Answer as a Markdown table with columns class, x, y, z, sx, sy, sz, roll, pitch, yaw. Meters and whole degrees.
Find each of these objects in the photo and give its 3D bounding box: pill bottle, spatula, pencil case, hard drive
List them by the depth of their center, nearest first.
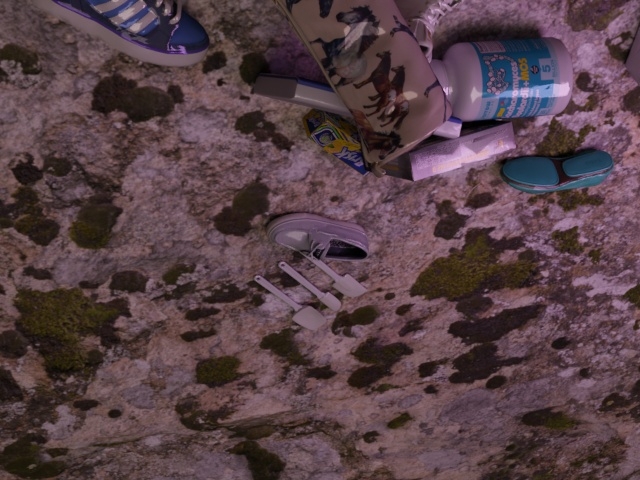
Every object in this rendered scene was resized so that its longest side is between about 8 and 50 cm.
| class | x | y | z | sx | sy | sz | roll | pitch | yaw |
| --- | --- | --- | --- | --- | --- | --- | --- | --- | --- |
| pencil case | 0.054 | -0.310 | 1.764 | 0.183 | 0.160 | 0.410 | -31 | 101 | 3 |
| hard drive | 0.064 | -0.240 | 1.968 | 0.318 | 0.210 | 0.040 | 11 | 96 | -24 |
| pill bottle | 0.318 | -0.295 | 2.037 | 0.264 | 0.146 | 0.146 | -6 | 136 | -12 |
| spatula | -0.027 | 0.104 | 2.425 | 0.168 | 0.019 | 0.242 | -34 | 135 | 18 |

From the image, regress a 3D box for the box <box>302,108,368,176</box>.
| class | x | y | z | sx | sy | sz | roll | pitch | yaw |
| --- | --- | --- | --- | --- | --- | --- | --- | --- | --- |
| box | 0.044 | -0.191 | 2.115 | 0.054 | 0.059 | 0.169 | -40 | 132 | 23 |

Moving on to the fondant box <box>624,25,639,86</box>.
| class | x | y | z | sx | sy | sz | roll | pitch | yaw |
| --- | --- | --- | --- | --- | --- | --- | --- | --- | --- |
| fondant box | 0.780 | -0.409 | 2.110 | 0.330 | 0.096 | 0.238 | -5 | 135 | -15 |

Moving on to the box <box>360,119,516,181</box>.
| class | x | y | z | sx | sy | sz | roll | pitch | yaw |
| --- | --- | --- | --- | --- | --- | --- | --- | --- | --- |
| box | 0.219 | -0.175 | 2.064 | 0.231 | 0.183 | 0.056 | -19 | 108 | -23 |

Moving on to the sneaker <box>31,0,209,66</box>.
| class | x | y | z | sx | sy | sz | roll | pitch | yaw |
| --- | --- | --- | --- | --- | --- | --- | --- | --- | --- |
| sneaker | -0.277 | -0.421 | 1.723 | 0.322 | 0.130 | 0.236 | 19 | 130 | -26 |

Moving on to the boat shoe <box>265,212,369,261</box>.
| class | x | y | z | sx | sy | sz | roll | pitch | yaw |
| --- | --- | --- | --- | --- | --- | --- | --- | --- | --- |
| boat shoe | 0.000 | 0.001 | 2.281 | 0.227 | 0.081 | 0.079 | 6 | 132 | -24 |

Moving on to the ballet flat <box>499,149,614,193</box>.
| class | x | y | z | sx | sy | sz | roll | pitch | yaw |
| --- | --- | --- | --- | --- | --- | --- | --- | --- | --- |
| ballet flat | 0.491 | -0.131 | 2.313 | 0.247 | 0.083 | 0.087 | -8 | 150 | -8 |

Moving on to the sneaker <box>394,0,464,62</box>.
| class | x | y | z | sx | sy | sz | roll | pitch | yaw |
| --- | --- | --- | --- | --- | --- | --- | --- | --- | --- |
| sneaker | 0.190 | -0.381 | 1.893 | 0.292 | 0.169 | 0.108 | -32 | 133 | 12 |
